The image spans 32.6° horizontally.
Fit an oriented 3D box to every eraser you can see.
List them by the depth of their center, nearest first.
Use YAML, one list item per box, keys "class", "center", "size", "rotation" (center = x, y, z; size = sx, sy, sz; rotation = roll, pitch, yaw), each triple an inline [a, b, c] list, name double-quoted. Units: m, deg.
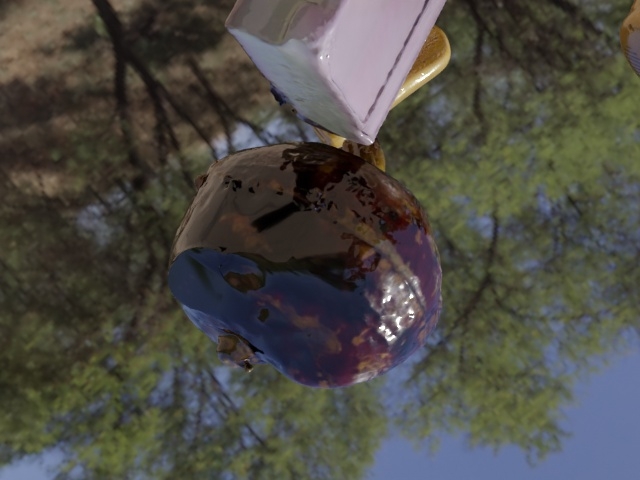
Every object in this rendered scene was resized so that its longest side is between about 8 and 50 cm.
- class: "eraser"
  center: [0.062, -0.315, 1.208]
  size: [0.359, 0.122, 0.272]
  rotation: [-63, 160, -9]

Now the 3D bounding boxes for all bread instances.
- class: "bread"
  center: [0.084, -0.232, 1.617]
  size: [0.239, 0.092, 0.074]
  rotation: [-37, -173, -10]

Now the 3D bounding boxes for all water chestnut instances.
- class: "water chestnut"
  center: [0.000, 0.000, 1.311]
  size: [0.335, 0.335, 0.347]
  rotation: [-18, -146, 54]

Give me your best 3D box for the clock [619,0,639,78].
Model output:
- class: "clock"
  center: [0.603, -0.299, 1.670]
  size: [0.200, 0.244, 0.317]
  rotation: [-43, -144, -12]
